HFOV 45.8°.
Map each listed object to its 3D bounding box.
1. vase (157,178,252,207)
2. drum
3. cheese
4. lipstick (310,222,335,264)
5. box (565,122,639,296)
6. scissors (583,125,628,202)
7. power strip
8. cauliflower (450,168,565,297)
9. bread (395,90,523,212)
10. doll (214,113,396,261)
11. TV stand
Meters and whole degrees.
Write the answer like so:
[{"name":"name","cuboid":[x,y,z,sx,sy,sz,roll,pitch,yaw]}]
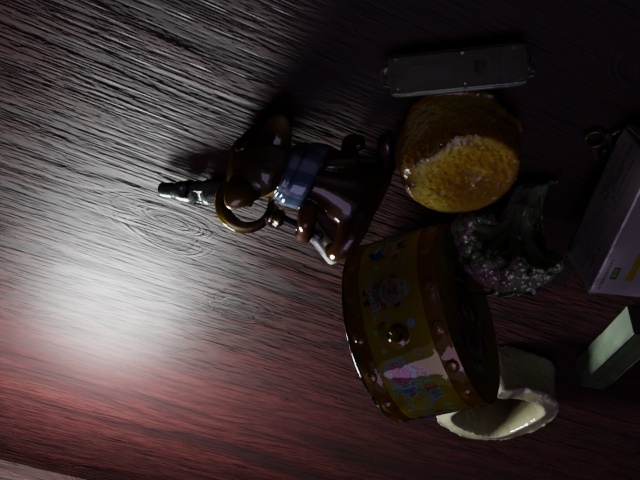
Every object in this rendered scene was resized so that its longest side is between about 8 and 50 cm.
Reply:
[{"name":"vase","cuboid":[-0.253,-0.106,1.664,0.212,0.060,0.060,3,140,4]},{"name":"drum","cuboid":[0.232,0.179,1.677,0.214,0.431,0.431,-17,135,24]},{"name":"cheese","cuboid":[0.497,0.434,2.141,0.292,0.153,0.332,29,133,-26]},{"name":"lipstick","cuboid":[0.000,0.000,1.775,0.040,0.040,0.141,-16,135,23]},{"name":"box","cuboid":[0.641,-0.054,1.496,0.173,0.145,0.332,5,125,-10]},{"name":"scissors","cuboid":[0.574,-0.148,1.554,0.088,0.017,0.220,-3,140,7]},{"name":"power strip","cuboid":[0.243,-0.303,1.358,0.272,0.052,0.078,-4,96,12]},{"name":"cauliflower","cuboid":[0.406,-0.020,1.592,0.239,0.315,0.256,25,-175,14]},{"name":"bread","cuboid":[0.270,-0.166,1.470,0.269,0.145,0.268,1,142,1]},{"name":"doll","cuboid":[-0.033,-0.117,1.547,0.340,0.209,0.317,19,106,-18]},{"name":"TV stand","cuboid":[0.773,0.287,1.985,0.083,0.088,0.269,12,139,-9]}]
